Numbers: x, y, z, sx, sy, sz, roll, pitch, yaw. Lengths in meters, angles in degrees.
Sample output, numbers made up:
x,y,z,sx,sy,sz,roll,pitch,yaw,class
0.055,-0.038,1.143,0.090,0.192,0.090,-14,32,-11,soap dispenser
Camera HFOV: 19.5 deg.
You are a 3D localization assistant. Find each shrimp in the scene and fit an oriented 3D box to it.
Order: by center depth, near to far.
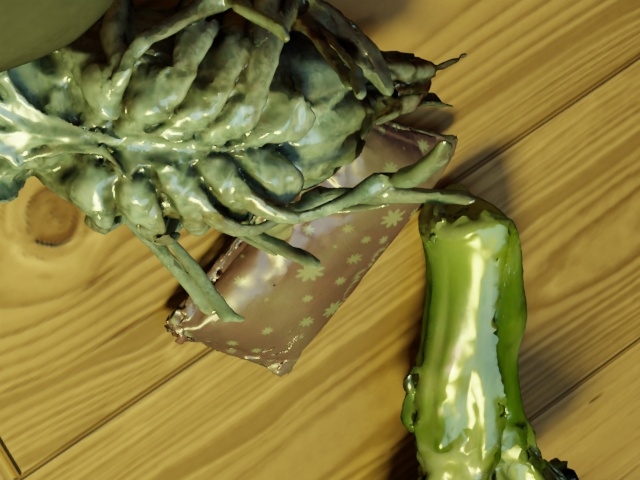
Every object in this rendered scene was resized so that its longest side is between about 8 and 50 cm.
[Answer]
x,y,z,sx,sy,sz,roll,pitch,yaw,class
-0.085,-0.057,0.901,0.411,0.166,0.221,-1,122,-24,shrimp

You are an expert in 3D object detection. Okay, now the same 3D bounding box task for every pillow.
x,y,z,sx,sy,sz,roll,pitch,yaw,class
0.000,0.000,1.083,0.118,0.043,0.185,24,103,-48,pillow

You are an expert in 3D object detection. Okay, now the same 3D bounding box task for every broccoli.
x,y,z,sx,sy,sz,roll,pitch,yaw,class
0.103,0.106,1.198,0.165,0.145,0.304,-2,119,8,broccoli

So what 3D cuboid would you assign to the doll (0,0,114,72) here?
x,y,z,sx,sy,sz,roll,pitch,yaw,class
-0.214,-0.233,0.639,0.379,0.252,0.382,-20,135,-59,doll
